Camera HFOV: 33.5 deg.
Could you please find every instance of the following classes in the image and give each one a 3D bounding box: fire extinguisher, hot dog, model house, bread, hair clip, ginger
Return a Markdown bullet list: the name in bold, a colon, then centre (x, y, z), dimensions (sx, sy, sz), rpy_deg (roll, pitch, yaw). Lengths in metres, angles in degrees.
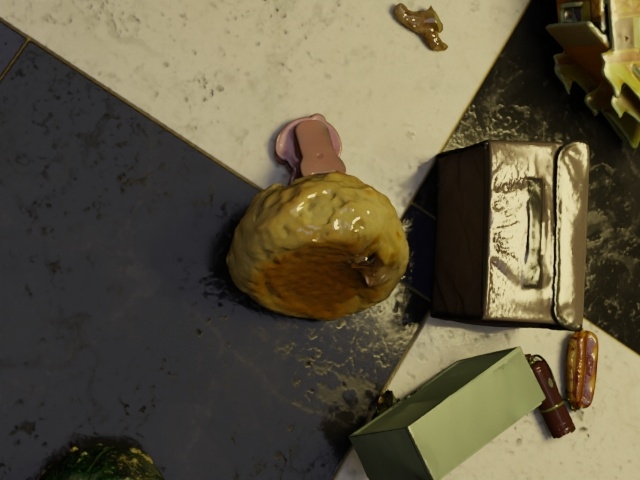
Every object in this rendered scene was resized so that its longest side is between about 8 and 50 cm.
- **fire extinguisher**: centre (0.319, 0.214, 1.509), dimensions (0.056, 0.039, 0.132), rpy_deg (-25, 90, -37)
- **hot dog**: centre (0.372, 0.185, 1.528), dimensions (0.049, 0.037, 0.122), rpy_deg (9, 88, -24)
- **model house**: centre (0.504, -0.297, 1.544), dimensions (0.357, 0.242, 0.313), rpy_deg (-11, 104, -16)
- **bread**: centre (0.000, 0.000, 1.367), dimensions (0.244, 0.244, 0.134), rpy_deg (5, 53, -13)
- **hair clip**: centre (-0.009, -0.093, 1.467), dimensions (0.123, 0.102, 0.138), rpy_deg (-10, 54, -16)
- **ginger**: centre (0.152, -0.313, 1.524), dimensions (0.097, 0.030, 0.048), rpy_deg (39, 79, -9)

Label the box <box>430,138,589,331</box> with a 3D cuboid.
- **box**: centre (0.252, -0.008, 1.443), dimensions (0.153, 0.188, 0.252), rpy_deg (4, 86, -15)

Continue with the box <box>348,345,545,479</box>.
- **box**: centre (0.167, 0.232, 1.387), dimensions (0.225, 0.129, 0.086), rpy_deg (-27, 91, -35)

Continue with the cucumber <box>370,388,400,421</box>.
- **cucumber**: centre (0.121, 0.291, 1.452), dimensions (0.053, 0.053, 0.181), rpy_deg (-30, 95, -14)

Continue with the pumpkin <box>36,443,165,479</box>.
- **pumpkin**: centre (-0.270, 0.342, 1.292), dimensions (0.190, 0.146, 0.190), rpy_deg (-7, 50, 8)
